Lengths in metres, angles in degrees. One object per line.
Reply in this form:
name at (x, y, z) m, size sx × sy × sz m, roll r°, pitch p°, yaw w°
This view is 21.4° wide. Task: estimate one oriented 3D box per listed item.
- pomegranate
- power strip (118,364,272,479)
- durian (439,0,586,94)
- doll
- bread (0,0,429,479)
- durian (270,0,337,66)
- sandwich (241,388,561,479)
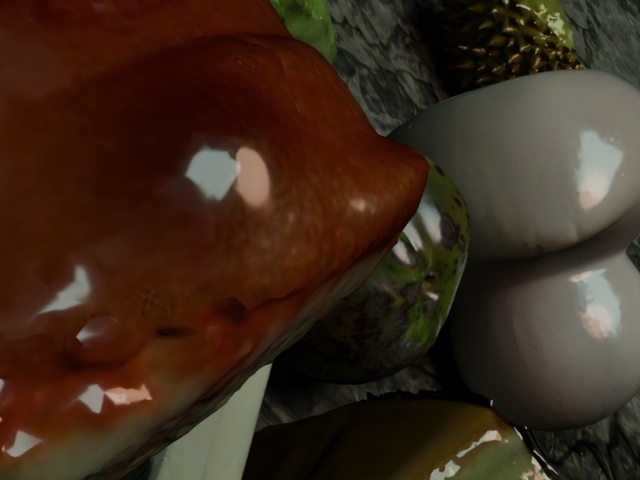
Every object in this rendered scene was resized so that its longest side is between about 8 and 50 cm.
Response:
pomegranate at (0.005, -0.002, 0.916) m, size 0.163 × 0.125 × 0.138 m, roll 46°, pitch 62°, yaw -2°
power strip at (-0.089, 0.152, 0.616) m, size 0.043 × 0.106 × 0.367 m, roll 41°, pitch 31°, yaw -17°
durian at (0.139, -0.164, 1.358) m, size 0.146 × 0.102 × 0.208 m, roll 50°, pitch 5°, yaw -19°
doll at (0.134, 0.014, 1.056) m, size 0.251 × 0.221 × 0.221 m, roll 87°, pitch -22°, yaw -76°
bread at (-0.125, 0.046, 0.444) m, size 0.295 × 0.327 × 0.114 m, roll -34°, pitch 89°, yaw -23°
durian at (-0.116, -0.137, 0.805) m, size 0.340 × 0.204 × 0.256 m, roll 59°, pitch 11°, yaw 23°
sandwich at (-0.007, 0.185, 0.726) m, size 0.198 × 0.227 × 0.155 m, roll -40°, pitch 101°, yaw -27°
